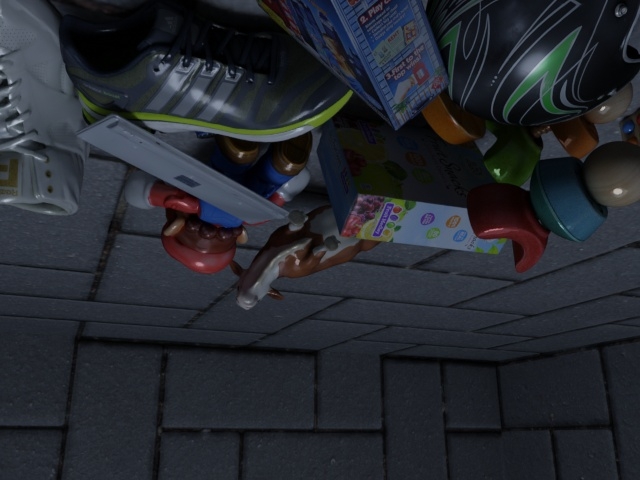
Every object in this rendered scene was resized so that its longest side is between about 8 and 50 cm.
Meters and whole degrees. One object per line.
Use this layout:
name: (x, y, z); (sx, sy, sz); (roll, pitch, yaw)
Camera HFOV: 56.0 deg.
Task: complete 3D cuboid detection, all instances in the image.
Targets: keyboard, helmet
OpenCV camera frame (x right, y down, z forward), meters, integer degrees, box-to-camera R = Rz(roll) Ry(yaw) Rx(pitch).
keyboard: (-0.144, -0.071, 0.682); (0.072, 0.014, 0.256); (-5, 157, 40)
helmet: (0.164, -0.173, 0.469); (0.169, 0.169, 0.161); (-12, 164, 32)

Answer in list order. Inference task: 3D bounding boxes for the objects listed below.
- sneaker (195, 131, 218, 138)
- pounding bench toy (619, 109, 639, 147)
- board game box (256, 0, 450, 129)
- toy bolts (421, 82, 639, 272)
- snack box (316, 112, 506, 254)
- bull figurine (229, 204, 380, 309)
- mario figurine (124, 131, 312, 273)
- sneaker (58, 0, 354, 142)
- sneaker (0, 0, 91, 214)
sneaker: (-0.084, -0.162, 0.663); (0.135, 0.058, 0.052); (-23, -173, 0)
pounding bench toy: (0.417, -0.118, 0.747); (0.065, 0.083, 0.052); (5, 161, -16)
board game box: (-0.005, -0.197, 0.414); (0.060, 0.194, 0.194); (-41, 155, -1)
toy bolts: (0.220, -0.107, 0.598); (0.218, 0.228, 0.158); (31, 136, -34)
snack box: (0.113, -0.072, 0.735); (0.207, 0.174, 0.070); (7, 130, -19)
bull figurine: (0.000, 0.000, 0.938); (0.310, 0.101, 0.188); (-28, 175, -28)
mario figurine: (-0.145, -0.085, 0.853); (0.198, 0.170, 0.320); (41, 139, -7)
sneaker: (-0.109, -0.165, 0.575); (0.300, 0.111, 0.121); (-4, 158, 6)
sneaker: (-0.302, -0.124, 0.596); (0.108, 0.169, 0.292); (1, 160, 4)
